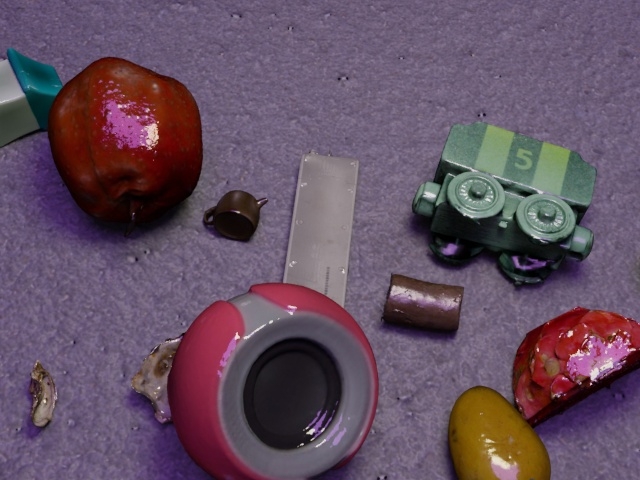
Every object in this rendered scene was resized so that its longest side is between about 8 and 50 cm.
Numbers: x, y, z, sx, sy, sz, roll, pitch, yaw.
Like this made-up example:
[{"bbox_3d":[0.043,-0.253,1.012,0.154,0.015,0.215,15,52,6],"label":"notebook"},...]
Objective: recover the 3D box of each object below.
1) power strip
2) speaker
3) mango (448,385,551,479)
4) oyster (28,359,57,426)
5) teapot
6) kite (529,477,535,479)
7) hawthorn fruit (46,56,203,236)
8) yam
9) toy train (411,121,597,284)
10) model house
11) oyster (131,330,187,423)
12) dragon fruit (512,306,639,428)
[{"bbox_3d":[0.000,0.000,1.497,0.106,0.043,0.367,8,61,0],"label":"power strip"},{"bbox_3d":[-0.059,0.201,1.255,0.294,0.294,0.294,2,61,-3],"label":"speaker"},{"bbox_3d":[0.259,0.306,1.319,0.137,0.098,0.195,-10,56,-6],"label":"mango"},{"bbox_3d":[-0.426,0.231,1.329,0.038,0.081,0.083,-11,25,15],"label":"oyster"},{"bbox_3d":[-0.144,-0.049,1.502,0.121,0.076,0.068,-9,46,25],"label":"teapot"},{"bbox_3d":[0.328,0.460,1.232,0.322,0.013,0.268,-11,84,-18],"label":"kite"},{"bbox_3d":[-0.312,-0.135,1.430,0.254,0.254,0.300,0,53,-4],"label":"hawthorn fruit"},{"bbox_3d":[0.165,0.101,1.434,0.127,0.084,0.084,9,61,4],"label":"yam"},{"bbox_3d":[0.312,-0.067,1.492,0.299,0.167,0.238,18,56,5],"label":"toy train"},{"bbox_3d":[-0.523,-0.254,1.554,0.149,0.127,0.100,-23,65,-12],"label":"model house"},{"bbox_3d":[-0.217,0.198,1.368,0.103,0.051,0.148,45,74,5],"label":"oyster"},{"bbox_3d":[0.396,0.178,1.381,0.261,0.163,0.189,-27,39,-17],"label":"dragon fruit"}]
